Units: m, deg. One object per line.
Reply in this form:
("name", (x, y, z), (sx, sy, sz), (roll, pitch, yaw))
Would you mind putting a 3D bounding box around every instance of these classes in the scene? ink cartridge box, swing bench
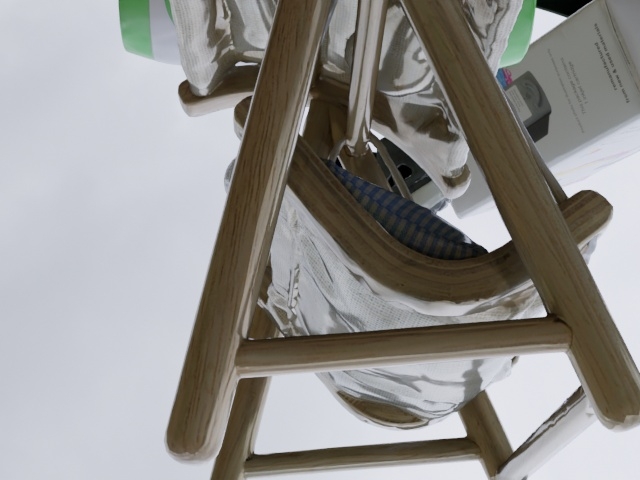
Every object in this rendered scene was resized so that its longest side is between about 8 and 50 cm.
("ink cartridge box", (0.287, -0.149, 1.351), (0.226, 0.131, 0.306), (-17, 170, -35))
("swing bench", (0.015, -0.018, 0.550), (0.165, 0.253, 0.255), (-4, -108, -2))

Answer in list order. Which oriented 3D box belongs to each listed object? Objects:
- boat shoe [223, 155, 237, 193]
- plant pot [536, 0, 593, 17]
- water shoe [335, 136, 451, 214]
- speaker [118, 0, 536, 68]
("boat shoe", (0.000, 0.000, 1.595), (0.109, 0.302, 0.094), (-54, -146, -4))
("plant pot", (0.406, -0.321, 1.562), (0.165, 0.234, 0.166), (37, -70, 54))
("water shoe", (0.022, -0.036, 1.037), (0.203, 0.080, 0.073), (-22, -174, 45))
("speaker", (0.004, -0.189, 0.948), (0.296, 0.131, 0.131), (2, -135, -2))
